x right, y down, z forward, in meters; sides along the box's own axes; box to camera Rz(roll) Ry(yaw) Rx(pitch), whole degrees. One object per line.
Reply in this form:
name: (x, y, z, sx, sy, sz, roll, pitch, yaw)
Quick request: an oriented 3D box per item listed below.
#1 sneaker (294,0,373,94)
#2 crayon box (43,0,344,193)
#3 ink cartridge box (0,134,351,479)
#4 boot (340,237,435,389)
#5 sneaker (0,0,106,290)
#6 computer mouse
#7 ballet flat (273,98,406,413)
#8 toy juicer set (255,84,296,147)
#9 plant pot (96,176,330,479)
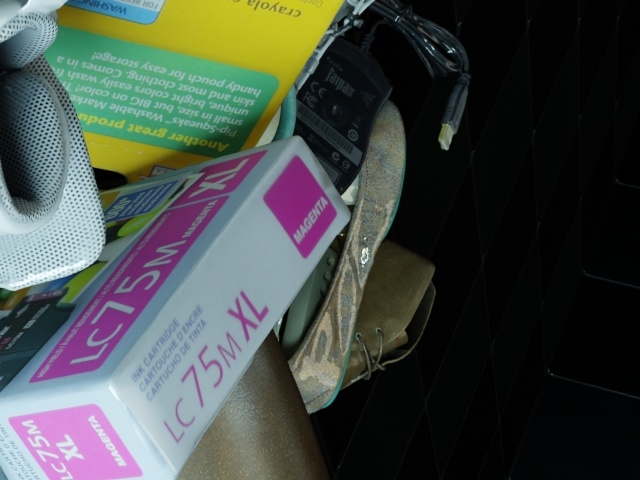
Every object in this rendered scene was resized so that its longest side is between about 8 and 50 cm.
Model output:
sneaker: (-0.003, -0.198, 1.139, 0.105, 0.115, 0.281, -26, 137, -65)
crayon box: (-0.093, -0.148, 0.700, 0.323, 0.203, 0.083, -55, -147, 42)
ink cartridge box: (-0.154, 0.050, 0.717, 0.065, 0.311, 0.186, 57, 40, -21)
boot: (0.023, 0.102, 1.443, 0.112, 0.115, 0.305, 89, 26, -44)
sneaker: (-0.218, 0.025, 0.580, 0.137, 0.210, 0.365, 6, 98, -70)
computer mouse: (0.039, -0.116, 1.315, 0.184, 0.060, 0.262, 34, 58, -23)
ballet flat: (0.000, 0.000, 1.330, 0.106, 0.108, 0.316, 25, 71, -39)
toy juicer set: (-0.096, -0.113, 0.857, 0.209, 0.089, 0.329, 31, 54, -35)
plant pot: (-0.117, 0.080, 0.957, 0.215, 0.215, 0.230, -39, 123, -59)
